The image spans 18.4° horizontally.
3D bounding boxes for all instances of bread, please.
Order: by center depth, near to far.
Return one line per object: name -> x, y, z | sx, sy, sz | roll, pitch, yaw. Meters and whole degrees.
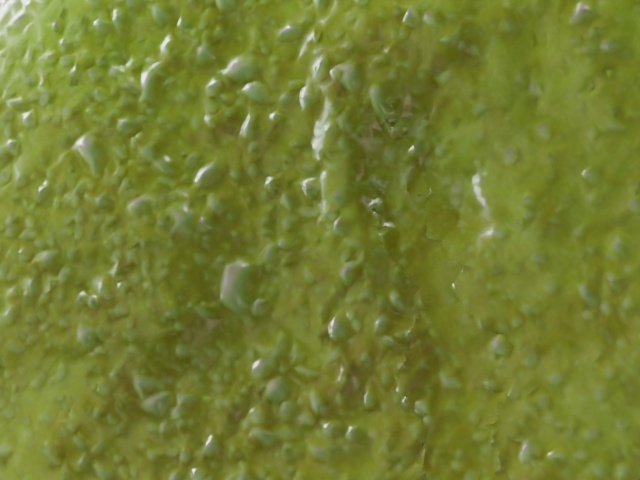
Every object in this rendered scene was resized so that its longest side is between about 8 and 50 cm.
bread -> -0.005, 0.001, 0.529 | 0.301, 0.301, 0.045 | -53, -30, 3
